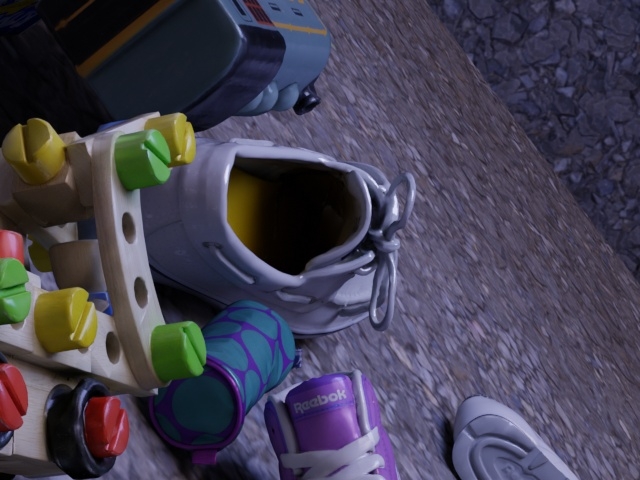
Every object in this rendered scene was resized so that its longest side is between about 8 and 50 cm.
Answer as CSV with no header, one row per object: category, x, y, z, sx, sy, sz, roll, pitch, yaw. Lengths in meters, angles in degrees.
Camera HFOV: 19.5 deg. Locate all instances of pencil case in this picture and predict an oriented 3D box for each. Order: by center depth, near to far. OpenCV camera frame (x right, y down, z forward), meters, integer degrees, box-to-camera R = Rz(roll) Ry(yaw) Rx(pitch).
pencil case,-0.060,0.087,1.189,0.151,0.064,0.070,-41,130,-73

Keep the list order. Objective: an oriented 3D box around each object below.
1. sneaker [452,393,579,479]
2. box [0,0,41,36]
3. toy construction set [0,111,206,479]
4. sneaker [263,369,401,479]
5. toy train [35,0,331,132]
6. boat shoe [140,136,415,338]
sneaker,0.202,0.231,1.635,0.235,0.090,0.095,54,7,-11
box,-0.224,-0.171,1.234,0.054,0.059,0.169,58,16,1
toy construction set,-0.168,0.006,0.884,0.327,0.151,0.215,17,65,-54
sneaker,0.011,0.171,1.092,0.282,0.102,0.161,-111,-174,-69
toy train,-0.090,-0.162,1.234,0.190,0.142,0.334,56,13,6
boat shoe,0.000,-0.009,1.311,0.367,0.156,0.136,24,69,-59
